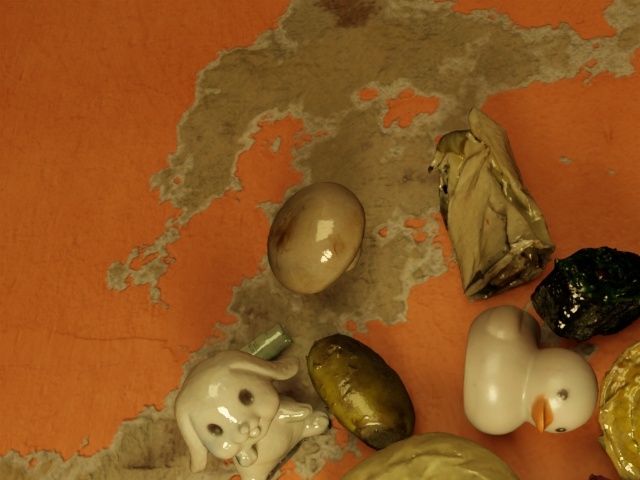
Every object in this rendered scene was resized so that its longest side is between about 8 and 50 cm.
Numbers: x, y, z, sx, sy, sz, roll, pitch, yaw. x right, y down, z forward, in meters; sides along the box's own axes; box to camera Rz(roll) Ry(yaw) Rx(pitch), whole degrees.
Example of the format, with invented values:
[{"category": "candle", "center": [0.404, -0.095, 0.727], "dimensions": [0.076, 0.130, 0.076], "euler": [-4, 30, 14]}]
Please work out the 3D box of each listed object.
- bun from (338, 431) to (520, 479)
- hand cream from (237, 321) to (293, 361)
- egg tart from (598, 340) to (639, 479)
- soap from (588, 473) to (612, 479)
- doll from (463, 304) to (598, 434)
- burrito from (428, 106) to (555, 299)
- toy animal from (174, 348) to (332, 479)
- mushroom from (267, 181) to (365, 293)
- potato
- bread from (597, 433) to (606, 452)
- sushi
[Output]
[{"category": "bun", "center": [0.158, 0.462, 1.325], "dimensions": [0.364, 0.202, 0.364], "euler": [-8, 61, 14]}, {"category": "hand cream", "center": [-0.147, 0.234, 1.652], "dimensions": [0.205, 0.050, 0.078], "euler": [-37, 56, 0]}, {"category": "egg tart", "center": [0.566, 0.274, 1.301], "dimensions": [0.294, 0.116, 0.295], "euler": [0, 79, -1]}, {"category": "soap", "center": [0.393, 0.464, 1.260], "dimensions": [0.099, 0.162, 0.250], "euler": [16, 57, 39]}, {"category": "doll", "center": [0.338, 0.214, 1.397], "dimensions": [0.221, 0.221, 0.251], "euler": [-4, 27, 16]}, {"category": "burrito", "center": [0.317, -0.074, 1.621], "dimensions": [0.135, 0.190, 0.332], "euler": [2, 57, -22]}, {"category": "toy animal", "center": [-0.123, 0.291, 1.493], "dimensions": [0.249, 0.289, 0.174], "euler": [-33, 51, -27]}, {"category": "mushroom", "center": [0.000, 0.000, 1.676], "dimensions": [0.226, 0.178, 0.226], "euler": [-37, 30, 26]}, {"category": "potato", "center": [0.073, 0.260, 1.510], "dimensions": [0.149, 0.113, 0.251], "euler": [-6, 38, -40]}, {"category": "bread", "center": [0.505, 0.309, 1.384], "dimensions": [0.110, 0.060, 0.066], "euler": [-33, 68, -6]}, {"category": "sushi", "center": [0.459, 0.080, 1.433], "dimensions": [0.225, 0.127, 0.124], "euler": [-3, 47, -36]}]
